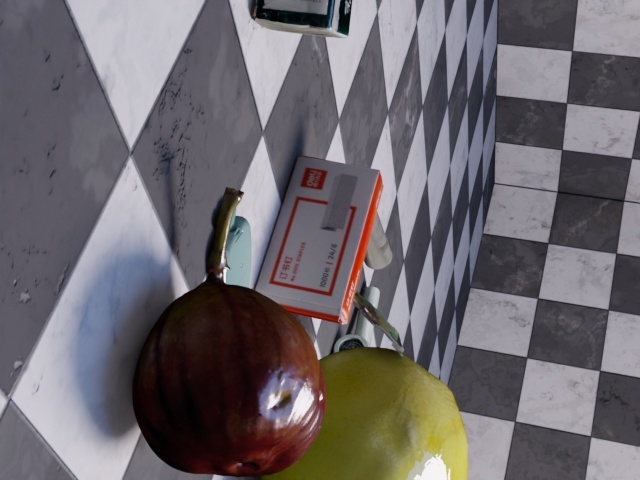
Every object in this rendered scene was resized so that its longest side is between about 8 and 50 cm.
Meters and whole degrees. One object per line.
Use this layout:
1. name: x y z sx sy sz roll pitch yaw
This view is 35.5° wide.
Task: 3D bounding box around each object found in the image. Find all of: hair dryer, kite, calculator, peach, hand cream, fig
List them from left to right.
1. fig: -0.098 0.109 0.997 0.204 0.186 0.250 43 23 -56
2. calculator: -0.103 0.027 1.161 0.095 0.021 0.153 -61 158 -53
3. kite: 0.057 0.084 1.456 0.013 0.268 0.323 -43 130 4
4. peach: 0.055 0.307 1.404 0.316 0.281 0.314 -55 -161 -9
5. hair dryer: 0.082 0.168 1.840 0.131 0.073 0.236 80 21 -47
6. hand cream: 0.092 -0.014 1.811 0.186 0.054 0.087 71 27 -48

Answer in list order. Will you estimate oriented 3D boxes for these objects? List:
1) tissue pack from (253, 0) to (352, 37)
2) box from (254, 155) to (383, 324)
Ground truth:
1. tissue pack: -0.012 -0.322 1.137 0.090 0.103 0.170 -17 116 -78
2. box: 0.000 0.000 1.334 0.050 0.122 0.229 76 27 -61
